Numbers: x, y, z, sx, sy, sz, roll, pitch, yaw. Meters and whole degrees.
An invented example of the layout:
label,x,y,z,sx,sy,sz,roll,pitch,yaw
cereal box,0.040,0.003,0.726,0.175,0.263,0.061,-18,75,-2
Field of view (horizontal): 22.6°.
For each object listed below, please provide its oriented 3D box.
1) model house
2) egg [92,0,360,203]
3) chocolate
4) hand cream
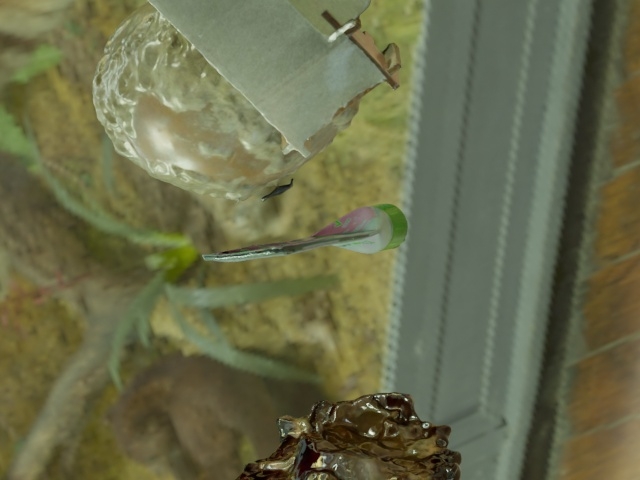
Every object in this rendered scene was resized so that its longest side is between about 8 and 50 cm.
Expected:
label,x,y,z,sx,sy,sz,roll,pitch,yaw
model house,-0.068,-0.264,1.339,0.326,0.169,0.244,44,-162,-20
egg,-0.107,-0.182,1.830,0.279,0.310,0.279,38,136,48
chocolate,0.031,0.184,1.154,0.206,0.224,0.177,96,-177,-65
hand cream,0.000,-0.001,1.555,0.079,0.275,0.050,-37,77,30
